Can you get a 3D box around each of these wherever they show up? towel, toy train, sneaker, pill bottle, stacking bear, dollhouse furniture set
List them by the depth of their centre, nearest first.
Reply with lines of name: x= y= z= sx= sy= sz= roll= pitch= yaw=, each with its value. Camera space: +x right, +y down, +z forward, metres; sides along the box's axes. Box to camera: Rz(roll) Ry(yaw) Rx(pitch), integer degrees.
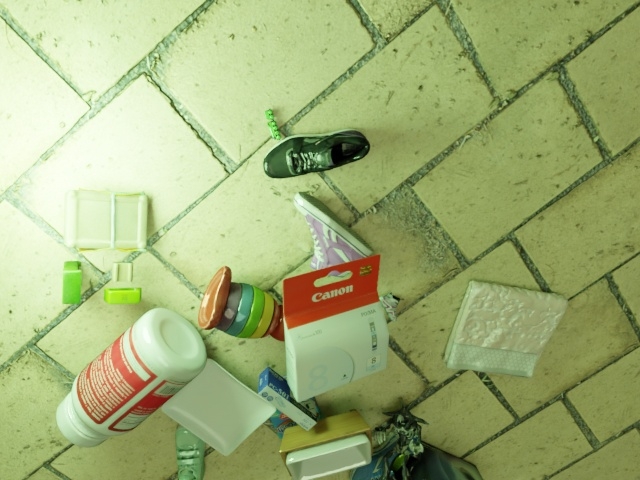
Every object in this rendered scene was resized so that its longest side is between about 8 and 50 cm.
sneaker: x=-0.013 y=-0.223 z=1.133 sx=0.283 sy=0.124 sz=0.107 roll=-16 pitch=111 yaw=1
toy train: x=-0.125 y=-0.300 z=1.151 sx=0.023 sy=0.017 sz=0.083 roll=-13 pitch=112 yaw=10
dollhouse furniture set: x=-0.585 y=0.012 z=1.201 sx=0.197 sy=0.151 sz=0.302 roll=2 pitch=94 yaw=-28
sneaker: x=0.000 y=0.001 z=1.235 sx=0.282 sy=0.102 sz=0.161 roll=42 pitch=105 yaw=-18
pill bottle: x=-0.544 y=0.400 z=1.265 sx=0.407 sy=0.229 sz=0.229 roll=-40 pitch=109 yaw=10
stacking bear: x=-0.185 y=0.211 z=1.269 sx=0.288 sy=0.176 sz=0.164 roll=23 pitch=151 yaw=-24
sneaker: x=0.231 y=0.202 z=1.365 sx=0.069 sy=0.038 sz=0.098 roll=-32 pitch=111 yaw=8
towel: x=0.592 y=0.295 z=1.429 sx=0.331 sy=0.053 sz=0.317 roll=10 pitch=109 yaw=-10
sneaker: x=-0.430 y=0.736 z=1.446 sx=0.094 sy=0.151 sz=0.256 roll=-5 pitch=110 yaw=-2
sneaker: x=0.222 y=0.801 z=1.536 sx=0.129 sy=0.147 sz=0.330 roll=35 pitch=105 yaw=-16

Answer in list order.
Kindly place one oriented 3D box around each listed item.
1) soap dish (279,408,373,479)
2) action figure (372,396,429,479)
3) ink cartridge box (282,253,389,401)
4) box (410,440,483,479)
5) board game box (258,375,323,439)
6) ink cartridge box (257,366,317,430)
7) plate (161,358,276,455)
soap dish: x=0.022 y=0.671 z=1.445 sx=0.290 sy=0.118 sz=0.229 roll=-13 pitch=135 yaw=-4
action figure: x=0.258 y=0.654 z=1.428 sx=0.164 sy=0.141 sz=0.276 roll=4 pitch=73 yaw=22
ink cartridge box: x=0.053 y=0.252 z=1.267 sx=0.308 sy=0.091 sz=0.385 roll=-13 pitch=122 yaw=-22
box: x=0.435 y=0.890 z=1.511 sx=0.296 sy=0.294 sz=0.183 roll=29 pitch=103 yaw=-15
board game box: x=-0.095 y=0.544 z=1.460 sx=0.160 sy=0.047 sz=0.210 roll=-19 pitch=112 yaw=2
ink cartridge box: x=-0.100 y=0.486 z=1.359 sx=0.207 sy=0.097 sz=0.046 roll=42 pitch=101 yaw=-16
plate: x=-0.323 y=0.526 z=1.411 sx=0.278 sy=0.045 sz=0.277 roll=40 pitch=109 yaw=-9
